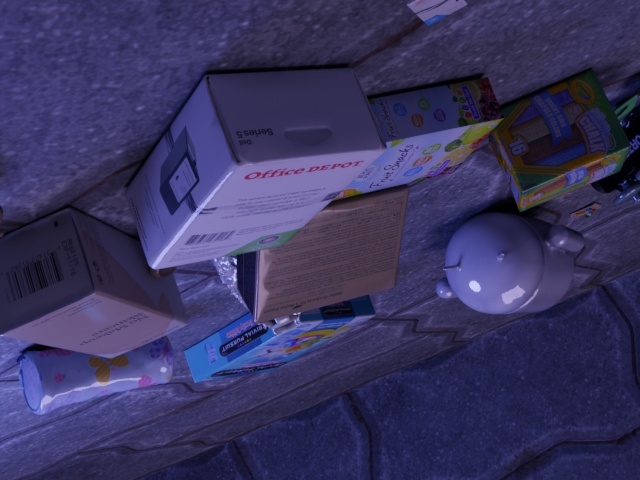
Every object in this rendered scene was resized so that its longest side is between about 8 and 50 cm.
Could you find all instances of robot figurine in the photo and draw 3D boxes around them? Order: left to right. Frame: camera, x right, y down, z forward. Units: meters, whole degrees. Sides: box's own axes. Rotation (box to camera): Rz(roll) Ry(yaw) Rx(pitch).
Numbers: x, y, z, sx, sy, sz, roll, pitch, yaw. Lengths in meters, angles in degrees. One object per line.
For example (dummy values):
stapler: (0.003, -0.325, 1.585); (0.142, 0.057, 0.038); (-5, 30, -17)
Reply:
robot figurine: (0.377, 0.047, 2.002); (0.300, 0.200, 0.353); (-31, 161, 27)

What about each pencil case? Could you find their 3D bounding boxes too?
pencil case: (-0.402, 0.231, 1.807); (0.273, 0.113, 0.124); (-10, 170, -31)

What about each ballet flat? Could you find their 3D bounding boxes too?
ballet flat: (-0.080, 0.067, 1.632); (0.147, 0.147, 0.409); (-20, 163, -1)

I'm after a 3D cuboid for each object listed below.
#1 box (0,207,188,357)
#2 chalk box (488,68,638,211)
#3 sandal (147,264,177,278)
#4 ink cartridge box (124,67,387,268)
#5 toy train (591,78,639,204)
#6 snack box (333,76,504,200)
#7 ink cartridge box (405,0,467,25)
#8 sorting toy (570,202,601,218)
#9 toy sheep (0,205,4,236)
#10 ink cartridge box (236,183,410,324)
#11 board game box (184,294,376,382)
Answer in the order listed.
box: (-0.312, 0.068, 1.365); (0.148, 0.121, 0.311); (-24, 163, 9)
chalk box: (0.367, -0.151, 1.466); (0.213, 0.132, 0.132); (-22, 164, 6)
sandal: (-0.174, -0.007, 1.361); (0.072, 0.049, 0.180); (-11, 142, -54)
ink cartridge box: (-0.083, -0.082, 1.170); (0.198, 0.115, 0.273); (-10, 161, -34)
toy train: (0.558, -0.182, 1.621); (0.190, 0.142, 0.334); (-28, 165, -21)
snack box: (0.111, -0.132, 1.328); (0.207, 0.070, 0.174); (-13, 163, -20)
ink cartridge box: (0.111, -0.251, 1.010); (0.048, 0.028, 0.083); (-27, 162, 20)
sorting toy: (0.603, -0.064, 2.256); (0.062, 0.012, 0.083); (-29, 161, 27)
toy sheep: (-0.405, 0.003, 1.108); (0.132, 0.091, 0.091); (-41, 161, 5)
ink cartridge box: (0.000, 0.000, 1.449); (0.234, 0.088, 0.193); (-13, 133, -23)
board game box: (-0.086, 0.200, 2.155); (0.336, 0.079, 0.253); (-32, 160, 35)
